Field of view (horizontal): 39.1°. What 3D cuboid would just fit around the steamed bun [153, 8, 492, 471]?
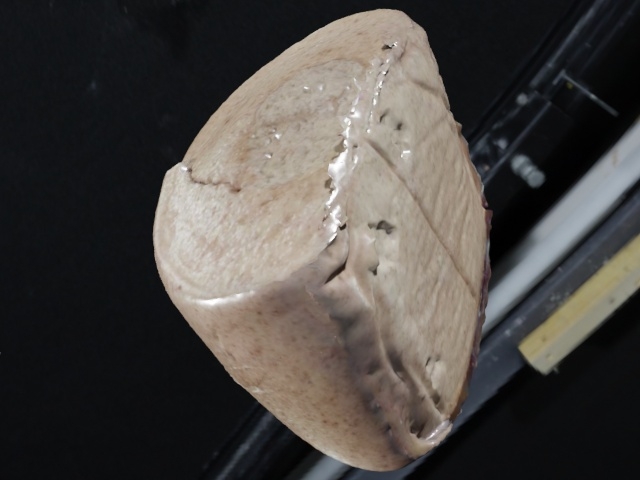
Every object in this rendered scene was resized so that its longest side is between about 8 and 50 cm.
[{"bbox_3d":[0.000,0.000,0.675,0.199,0.301,0.251,-5,-45,28],"label":"steamed bun"}]
